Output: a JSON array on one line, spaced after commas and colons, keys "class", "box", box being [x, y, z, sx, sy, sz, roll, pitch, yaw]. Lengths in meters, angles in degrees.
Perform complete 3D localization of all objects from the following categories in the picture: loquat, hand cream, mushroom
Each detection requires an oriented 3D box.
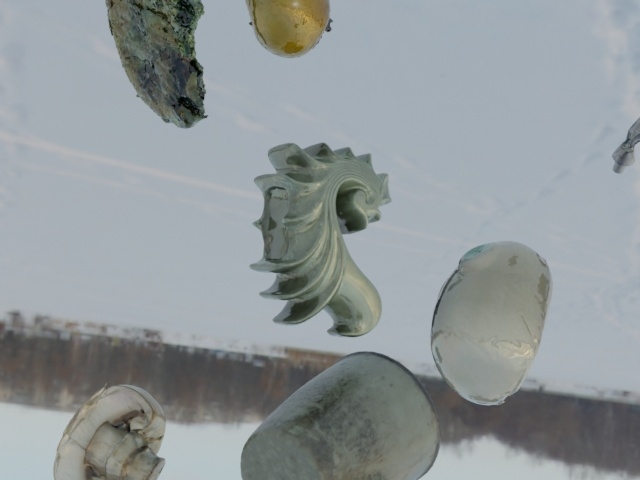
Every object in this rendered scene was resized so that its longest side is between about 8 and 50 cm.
[{"class": "loquat", "box": [-0.064, -0.422, 1.676, 0.149, 0.172, 0.204, -24, 138, 29]}, {"class": "hand cream", "box": [0.703, -0.237, 1.998, 0.050, 0.084, 0.257, 22, 140, -6]}, {"class": "mushroom", "box": [-0.392, 0.419, 1.840, 0.195, 0.253, 0.189, 26, 172, 13]}]

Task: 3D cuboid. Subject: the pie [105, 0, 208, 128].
[{"class": "pie", "box": [-0.312, -0.401, 1.771, 0.078, 0.371, 0.296, -25, -143, -34]}]

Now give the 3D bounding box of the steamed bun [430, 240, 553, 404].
[{"class": "steamed bun", "box": [0.215, 0.097, 1.215, 0.131, 0.228, 0.177, 23, 147, -2]}]

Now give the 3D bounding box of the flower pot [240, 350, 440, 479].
[{"class": "flower pot", "box": [0.031, 0.409, 1.805, 0.294, 0.293, 0.330, 2, -163, 37]}]

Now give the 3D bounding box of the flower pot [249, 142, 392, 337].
[{"class": "flower pot", "box": [0.000, 0.000, 1.793, 0.254, 0.367, 0.165, 7, 174, -32]}]
